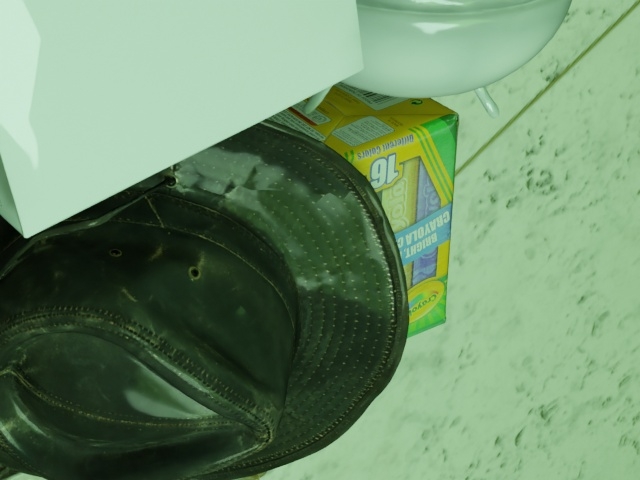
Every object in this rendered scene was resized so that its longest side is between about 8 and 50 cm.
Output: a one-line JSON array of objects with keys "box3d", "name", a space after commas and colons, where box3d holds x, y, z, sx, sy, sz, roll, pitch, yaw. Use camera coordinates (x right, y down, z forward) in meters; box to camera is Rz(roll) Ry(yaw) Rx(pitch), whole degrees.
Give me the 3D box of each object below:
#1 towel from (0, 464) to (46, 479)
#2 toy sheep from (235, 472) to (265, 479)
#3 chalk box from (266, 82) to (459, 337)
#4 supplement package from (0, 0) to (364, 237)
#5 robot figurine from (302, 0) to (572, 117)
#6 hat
[{"box3d": [-0.243, 0.236, 1.174, 0.282, 0.049, 0.187, -26, 132, -28], "name": "towel"}, {"box3d": [-0.069, 0.121, 1.224, 0.091, 0.091, 0.132, -36, 121, -18], "name": "toy sheep"}, {"box3d": [0.000, 0.000, 1.166, 0.132, 0.132, 0.213, -19, 127, -31], "name": "chalk box"}, {"box3d": [-0.142, -0.174, 0.831, 0.199, 0.262, 0.198, -28, 132, -23], "name": "supplement package"}, {"box3d": [0.061, -0.235, 1.009, 0.300, 0.200, 0.353, 6, 118, 6], "name": "robot figurine"}, {"box3d": [-0.105, 0.067, 1.019, 0.331, 0.134, 0.331, -2, 121, -3], "name": "hat"}]
